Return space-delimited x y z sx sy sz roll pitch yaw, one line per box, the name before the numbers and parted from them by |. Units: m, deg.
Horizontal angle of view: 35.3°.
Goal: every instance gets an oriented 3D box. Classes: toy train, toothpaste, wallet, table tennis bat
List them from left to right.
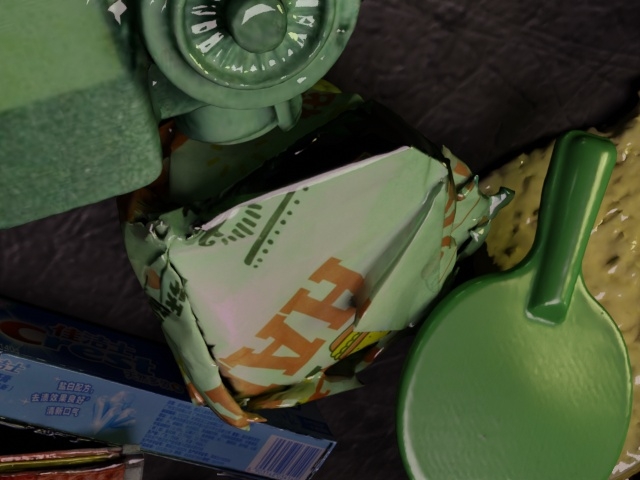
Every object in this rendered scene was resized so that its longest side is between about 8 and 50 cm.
toy train | -0.112 -0.153 0.421 0.238 0.167 0.299 -18 127 -3
wallet | -0.173 0.187 0.674 0.103 0.020 0.196 -3 146 -15
toothpaste | -0.114 0.100 0.651 0.272 0.066 0.053 22 113 -33
table tennis bat | 0.133 0.057 0.621 0.160 0.039 0.257 16 89 -19

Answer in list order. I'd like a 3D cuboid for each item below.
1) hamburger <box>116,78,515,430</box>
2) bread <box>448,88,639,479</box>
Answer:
hamburger | 0.003 -0.001 0.601 0.235 0.125 0.214 -32 140 -12
bread | 0.266 0.053 0.805 0.345 0.242 0.405 -26 162 -9
